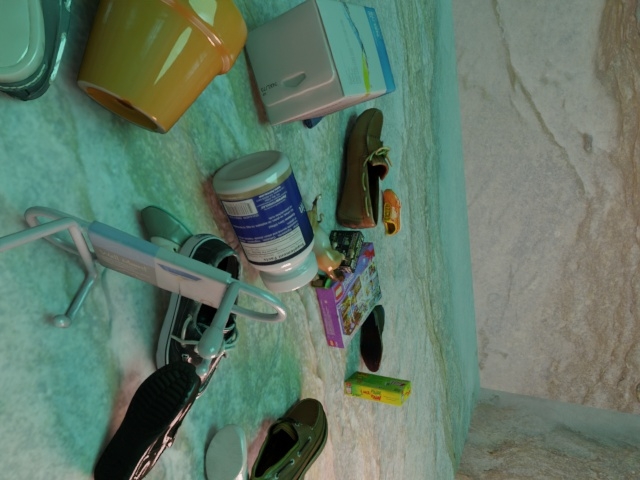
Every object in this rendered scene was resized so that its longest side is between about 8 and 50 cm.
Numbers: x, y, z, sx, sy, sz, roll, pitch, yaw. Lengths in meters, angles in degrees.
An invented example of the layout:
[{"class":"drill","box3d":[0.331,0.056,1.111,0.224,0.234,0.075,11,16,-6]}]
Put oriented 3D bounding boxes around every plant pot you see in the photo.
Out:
[{"class":"plant pot","box3d":[-0.237,-0.265,0.624,0.205,0.205,0.187,37,75,-54]}]

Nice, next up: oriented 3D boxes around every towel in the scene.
[{"class":"towel","box3d":[-0.013,-0.342,1.146,0.119,0.029,0.067,-56,135,-45]}]

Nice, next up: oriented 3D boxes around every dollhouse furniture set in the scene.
[{"class":"dollhouse furniture set","box3d":[-0.043,0.078,1.117,0.152,0.059,0.076,27,74,-36]}]

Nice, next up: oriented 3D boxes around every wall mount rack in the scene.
[{"class":"wall mount rack","box3d":[-0.208,0.062,0.505,0.304,0.350,0.130,124,-14,-62]}]

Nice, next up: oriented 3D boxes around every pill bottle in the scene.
[{"class":"pill bottle","box3d":[-0.099,-0.033,0.889,0.153,0.153,0.264,-54,136,-44]}]

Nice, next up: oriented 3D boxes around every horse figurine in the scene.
[{"class":"horse figurine","box3d":[0.000,0.000,1.079,0.263,0.066,0.174,62,31,-8]}]

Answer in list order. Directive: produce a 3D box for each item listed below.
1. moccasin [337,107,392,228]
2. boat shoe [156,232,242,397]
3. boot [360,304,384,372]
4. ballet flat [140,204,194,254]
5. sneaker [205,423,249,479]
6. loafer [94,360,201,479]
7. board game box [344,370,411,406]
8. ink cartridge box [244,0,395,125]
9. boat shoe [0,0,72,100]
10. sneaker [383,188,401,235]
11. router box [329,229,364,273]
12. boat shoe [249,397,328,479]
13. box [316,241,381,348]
[{"class":"moccasin","box3d":[0.149,-0.219,1.309,0.139,0.147,0.379,40,58,-53]},{"class":"boat shoe","box3d":[-0.186,0.146,0.729,0.113,0.105,0.306,3,107,-48]},{"class":"boot","box3d":[0.188,0.318,1.462,0.106,0.082,0.219,-12,99,-56]},{"class":"ballet flat","box3d":[-0.231,0.031,0.742,0.213,0.072,0.068,58,38,-45]},{"class":"sneaker","box3d":[-0.173,0.455,0.874,0.094,0.080,0.212,-13,109,-71]},{"class":"loafer","box3d":[-0.255,0.281,0.677,0.220,0.080,0.078,-54,157,-3]},{"class":"board game box","box3d":[0.174,0.450,1.343,0.092,0.182,0.043,-13,102,-59]},{"class":"ink cartridge box","box3d":[0.008,-0.390,0.982,0.270,0.198,0.197,-33,110,-53]},{"class":"boat shoe","box3d":[-0.358,-0.323,0.526,0.099,0.117,0.319,145,-55,-74]},{"class":"sneaker","box3d":[0.256,-0.100,1.585,0.067,0.064,0.175,-31,115,-44]},{"class":"router box","box3d":[0.062,0.030,1.226,0.038,0.092,0.122,52,48,-47]},{"class":"boat shoe","box3d":[-0.062,0.448,0.986,0.307,0.111,0.104,-55,132,-64]},{"class":"box","box3d":[0.094,0.153,1.319,0.293,0.057,0.200,-40,126,-52]}]
